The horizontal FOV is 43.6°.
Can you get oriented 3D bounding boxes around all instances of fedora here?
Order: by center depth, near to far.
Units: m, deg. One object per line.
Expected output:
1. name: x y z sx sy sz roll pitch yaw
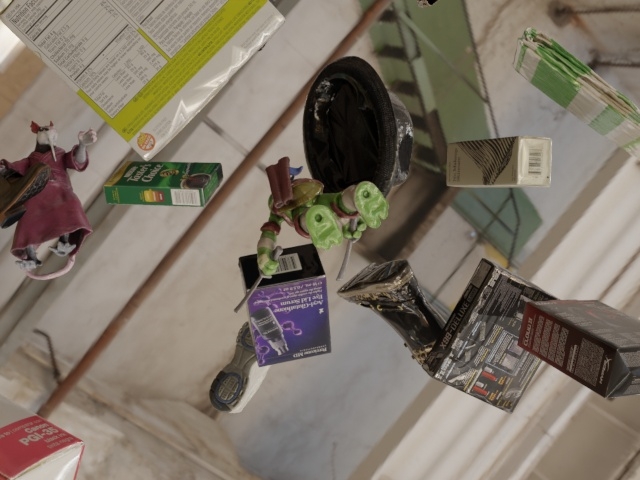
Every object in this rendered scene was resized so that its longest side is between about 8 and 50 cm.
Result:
1. fedora: 0.101 -0.220 1.692 0.334 0.152 0.334 13 -74 51

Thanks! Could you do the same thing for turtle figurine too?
1. turtle figurine: 0.000 0.000 1.315 0.266 0.198 0.274 177 -79 -67

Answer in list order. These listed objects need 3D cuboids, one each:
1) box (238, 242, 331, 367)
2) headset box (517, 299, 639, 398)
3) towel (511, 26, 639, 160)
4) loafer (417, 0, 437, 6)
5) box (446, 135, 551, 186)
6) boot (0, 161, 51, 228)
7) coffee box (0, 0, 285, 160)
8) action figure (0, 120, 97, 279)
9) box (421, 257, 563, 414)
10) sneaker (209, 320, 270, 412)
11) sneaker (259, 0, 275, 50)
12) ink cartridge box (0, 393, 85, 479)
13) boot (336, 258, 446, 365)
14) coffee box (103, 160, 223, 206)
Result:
1. box: -0.066 0.126 1.537 0.153 0.207 0.108 -11 -142 -7
2. headset box: 0.581 0.214 1.691 0.293 0.218 0.110 32 -63 57
3. towel: 0.456 -0.223 1.313 0.038 0.325 0.248 -54 172 6
4. loafer: 0.291 -0.638 2.103 0.125 0.045 0.039 160 -67 -65
5. box: 0.402 -0.176 1.826 0.275 0.094 0.113 -176 -94 -65
6. boot: -0.675 -0.125 1.745 0.219 0.106 0.082 -41 179 32
7. coffee box: -0.296 -0.401 1.437 0.338 0.334 0.337 -44 -166 8
8. action figure: -0.642 -0.124 1.943 0.275 0.248 0.370 97 -16 -66
9. box: 0.424 0.231 1.913 0.307 0.242 0.076 -62 -163 5
10. sneaker: -0.173 0.305 2.022 0.111 0.129 0.297 30 -105 19
11. sneaker: -0.165 -0.513 1.878 0.107 0.124 0.283 -1 -139 48
12. ink cartridge box: -0.415 0.251 0.843 0.117 0.283 0.207 -17 128 -66
13. boot: 0.210 0.200 2.199 0.138 0.284 0.377 -41 -172 -24
14. coffee box: -0.277 -0.102 1.415 0.184 0.040 0.113 3 -150 12
